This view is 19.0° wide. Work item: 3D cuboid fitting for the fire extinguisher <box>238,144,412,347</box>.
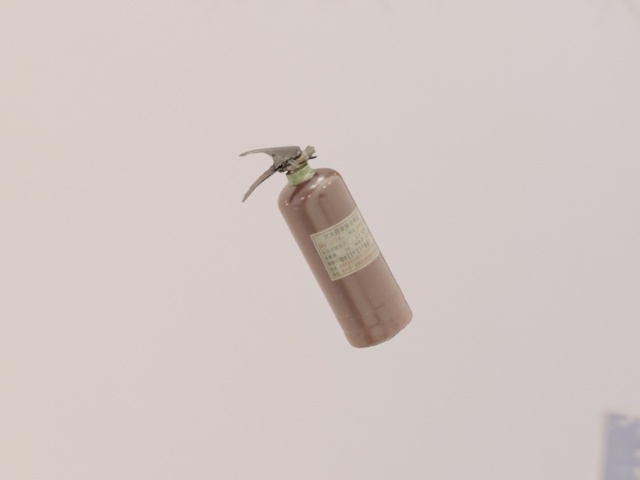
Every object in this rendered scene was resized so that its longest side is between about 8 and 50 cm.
[{"bbox_3d":[0.000,0.000,1.853,0.099,0.071,0.231,-35,-72,-19],"label":"fire extinguisher"}]
